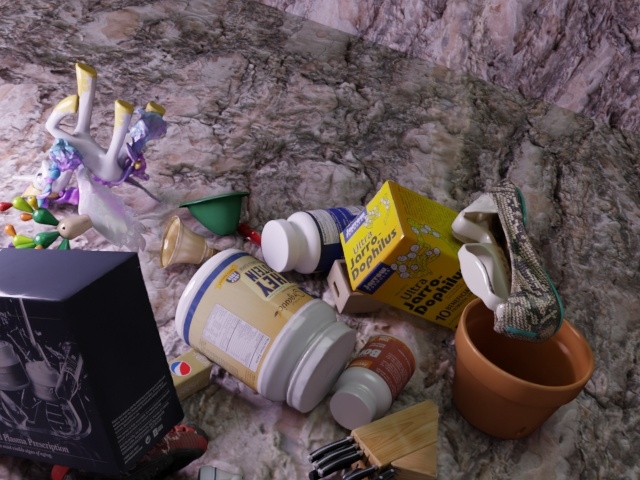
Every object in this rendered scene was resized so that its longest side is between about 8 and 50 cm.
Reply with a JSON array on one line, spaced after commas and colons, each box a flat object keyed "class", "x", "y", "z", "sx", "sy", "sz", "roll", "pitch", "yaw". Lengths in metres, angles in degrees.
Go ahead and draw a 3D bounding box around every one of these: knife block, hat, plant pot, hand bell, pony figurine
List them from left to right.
[{"class": "pony figurine", "x": -0.510, "y": -0.178, "z": 2.122, "sx": 0.350, "sy": 0.364, "sz": 0.303, "roll": 28, "pitch": 24, "yaw": -12}, {"class": "hand bell", "x": -0.244, "y": 0.034, "z": 2.120, "sx": 0.242, "sy": 0.126, "sz": 0.126, "roll": 16, "pitch": 31, "yaw": -26}, {"class": "hat", "x": -0.239, "y": -0.017, "z": 2.239, "sx": 0.208, "sy": 0.184, "sz": 0.173, "roll": -10, "pitch": 1, "yaw": 44}, {"class": "knife block", "x": 0.098, "y": 0.399, "z": 1.726, "sx": 0.242, "sy": 0.088, "sz": 0.276, "roll": 17, "pitch": 34, "yaw": -1}, {"class": "plant pot", "x": 0.406, "y": 0.283, "z": 1.927, "sx": 0.290, "sy": 0.204, "sz": 0.291, "roll": 12, "pitch": 33, "yaw": -8}]

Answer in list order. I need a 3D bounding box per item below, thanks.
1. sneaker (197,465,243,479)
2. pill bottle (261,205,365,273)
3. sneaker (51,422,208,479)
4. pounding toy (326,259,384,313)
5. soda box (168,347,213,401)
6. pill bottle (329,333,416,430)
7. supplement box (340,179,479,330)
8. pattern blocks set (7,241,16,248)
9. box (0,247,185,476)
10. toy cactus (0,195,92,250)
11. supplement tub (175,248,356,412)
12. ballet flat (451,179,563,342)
[{"class": "sneaker", "x": -0.162, "y": 0.476, "z": 1.495, "sx": 0.091, "sy": 0.094, "sz": 0.258, "roll": 6, "pitch": 34, "yaw": -9}, {"class": "pill bottle", "x": 0.000, "y": 0.000, "z": 2.202, "sx": 0.264, "sy": 0.153, "sz": 0.153, "roll": -7, "pitch": 41, "yaw": -31}, {"class": "sneaker", "x": -0.309, "y": 0.397, "z": 1.543, "sx": 0.276, "sy": 0.098, "sz": 0.135, "roll": -9, "pitch": 41, "yaw": -31}, {"class": "pounding toy", "x": 0.090, "y": 0.106, "z": 2.159, "sx": 0.130, "sy": 0.100, "sz": 0.141, "roll": -1, "pitch": 48, "yaw": -24}, {"class": "soda box", "x": -0.294, "y": 0.281, "z": 1.748, "sx": 0.058, "sy": 0.061, "sz": 0.181, "roll": 35, "pitch": 38, "yaw": 25}, {"class": "pill bottle", "x": 0.106, "y": 0.292, "z": 1.855, "sx": 0.121, "sy": 0.121, "sz": 0.216, "roll": 27, "pitch": 34, "yaw": 15}, {"class": "supplement box", "x": 0.253, "y": 0.045, "z": 2.105, "sx": 0.356, "sy": 0.194, "sz": 0.195, "roll": 22, "pitch": 35, "yaw": -28}, {"class": "pattern blocks set", "x": -0.753, "y": 0.037, "z": 1.884, "sx": 0.285, "sy": 0.026, "sz": 0.325, "roll": 32, "pitch": 24, "yaw": 14}, {"class": "box", "x": -0.440, "y": 0.189, "z": 1.484, "sx": 0.343, "sy": 0.313, "sz": 0.179, "roll": 0, "pitch": 23, "yaw": 31}, {"class": "toy cactus", "x": -0.584, "y": -0.017, "z": 1.963, "sx": 0.180, "sy": 0.112, "sz": 0.219, "roll": -28, "pitch": 73, "yaw": -33}, {"class": "supplement tub", "x": -0.109, "y": 0.182, "z": 1.823, "sx": 0.316, "sy": 0.228, "sz": 0.228, "roll": 31, "pitch": 36, "yaw": 20}, {"class": "ballet flat", "x": 0.381, "y": 0.019, "z": 1.958, "sx": 0.181, "sy": 0.164, "sz": 0.483, "roll": 8, "pitch": 41, "yaw": -12}]
